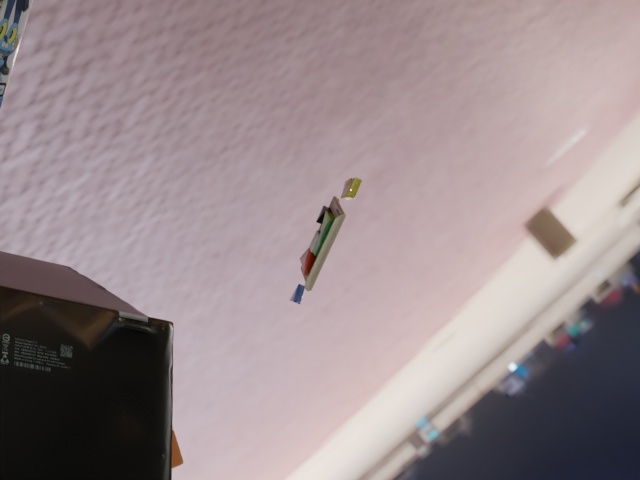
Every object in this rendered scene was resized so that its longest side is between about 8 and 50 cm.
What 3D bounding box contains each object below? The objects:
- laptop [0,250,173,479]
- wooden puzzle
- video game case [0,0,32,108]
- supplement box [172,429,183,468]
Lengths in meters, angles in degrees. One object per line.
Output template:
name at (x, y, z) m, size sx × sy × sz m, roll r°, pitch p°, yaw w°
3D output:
laptop at (-0.349, 0.126, 1.260) m, size 0.382 × 0.407 × 0.236 m, roll 14°, pitch 150°, yaw -31°
wooden puzzle at (0.000, 0.000, 1.147) m, size 0.078 × 0.014 × 0.116 m, roll -125°, pitch -122°, yaw -81°
video game case at (-0.305, -0.106, 0.925) m, size 0.329 × 0.036 × 0.299 m, roll -6°, pitch 117°, yaw -69°
supplement box at (-0.254, 0.258, 1.795) m, size 0.080 × 0.078 × 0.233 m, roll -17°, pitch 179°, yaw -31°
